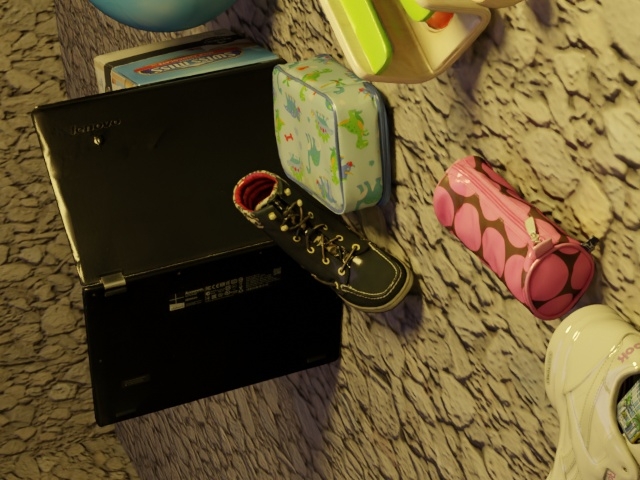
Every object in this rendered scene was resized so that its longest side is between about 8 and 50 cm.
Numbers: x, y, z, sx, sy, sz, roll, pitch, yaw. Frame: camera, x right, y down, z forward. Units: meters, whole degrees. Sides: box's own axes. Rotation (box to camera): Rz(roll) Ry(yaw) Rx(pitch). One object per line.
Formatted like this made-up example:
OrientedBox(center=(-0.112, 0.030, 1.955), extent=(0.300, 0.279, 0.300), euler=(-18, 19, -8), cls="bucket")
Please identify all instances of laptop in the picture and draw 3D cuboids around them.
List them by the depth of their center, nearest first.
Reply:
OrientedBox(center=(-0.183, 0.002, 2.009), extent=(0.236, 0.381, 0.408), euler=(-125, 28, -46), cls="laptop")

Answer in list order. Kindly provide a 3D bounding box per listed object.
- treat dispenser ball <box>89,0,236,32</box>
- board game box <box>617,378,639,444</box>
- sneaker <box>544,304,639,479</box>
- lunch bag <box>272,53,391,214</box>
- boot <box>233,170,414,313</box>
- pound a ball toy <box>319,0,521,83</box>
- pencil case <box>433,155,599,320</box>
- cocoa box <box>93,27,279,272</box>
OrientedBox(center=(-0.222, -0.437, 1.954), extent=(0.288, 0.288, 0.288), euler=(166, 90, -71), cls="treat dispenser ball")
OrientedBox(center=(0.326, 0.056, 1.000), extent=(0.060, 0.194, 0.194), euler=(62, 142, 32), cls="board game box")
OrientedBox(center=(0.276, 0.220, 1.294), extent=(0.152, 0.114, 0.305), euler=(-149, 48, -65), cls="sneaker")
OrientedBox(center=(0.013, -0.136, 1.812), extent=(0.219, 0.090, 0.176), euler=(-141, 42, -58), cls="lunch bag")
OrientedBox(center=(-0.002, 0.001, 1.799), extent=(0.178, 0.085, 0.236), euler=(40, 174, -37), cls="boot")
OrientedBox(center=(0.099, -0.313, 1.441), extent=(0.208, 0.135, 0.319), euler=(-47, 58, 41), cls="pound a ball toy")
OrientedBox(center=(0.190, -0.011, 1.414), extent=(0.098, 0.095, 0.209), euler=(46, 180, -38), cls="pencil case")
OrientedBox(center=(-0.185, -0.122, 2.152), extent=(0.228, 0.231, 0.347), euler=(-143, 43, -60), cls="cocoa box")
